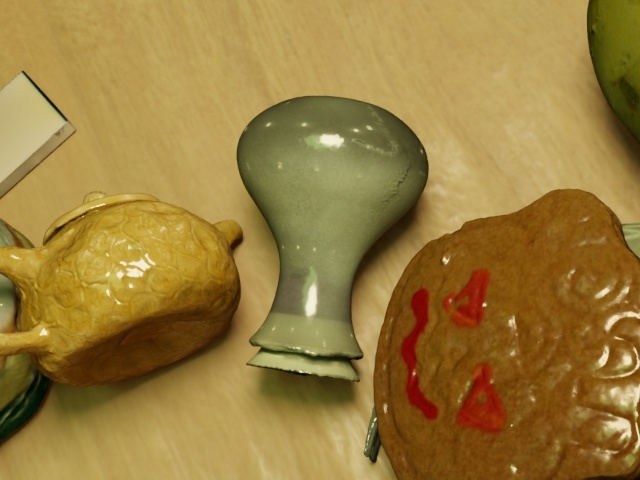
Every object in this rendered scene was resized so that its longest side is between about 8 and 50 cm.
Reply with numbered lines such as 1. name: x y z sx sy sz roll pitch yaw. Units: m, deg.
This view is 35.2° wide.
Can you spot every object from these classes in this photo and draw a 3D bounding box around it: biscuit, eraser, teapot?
1. biscuit: 0.155 0.095 0.828 0.257 0.049 0.273 -23 54 28
2. eraser: -0.361 -0.109 1.138 0.150 0.023 0.104 -43 65 -4
3. teapot: -0.196 0.028 0.930 0.203 0.311 0.167 -45 63 45
4. teapot: 0.000 0.000 0.932 0.184 0.183 0.250 7 82 17

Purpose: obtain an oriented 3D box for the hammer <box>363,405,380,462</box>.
1. hammer: 0.145 0.192 0.883 0.159 0.041 0.226 -40 66 -3

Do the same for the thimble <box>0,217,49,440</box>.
1. thimble: -0.401 0.078 0.999 0.254 0.167 0.288 -27 66 2

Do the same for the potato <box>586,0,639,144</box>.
1. potato: 0.357 -0.147 0.865 0.216 0.216 0.304 -28 50 3

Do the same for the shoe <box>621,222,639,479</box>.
1. shoe: 0.238 0.113 0.859 0.149 0.109 0.293 7 70 38
